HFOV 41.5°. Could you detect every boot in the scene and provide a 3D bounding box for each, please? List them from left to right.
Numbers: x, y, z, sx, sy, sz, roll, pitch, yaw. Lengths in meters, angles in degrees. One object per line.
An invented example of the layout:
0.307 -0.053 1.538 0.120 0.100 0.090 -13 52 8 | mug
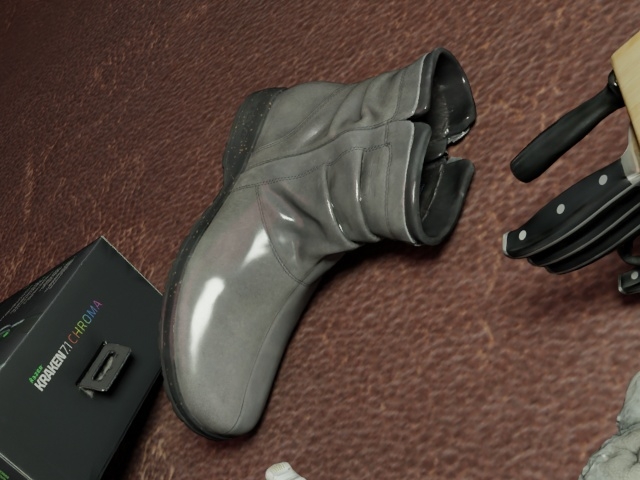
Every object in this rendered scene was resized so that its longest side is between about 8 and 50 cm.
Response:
0.000 0.000 0.685 0.222 0.118 0.338 -3 69 40 | boot

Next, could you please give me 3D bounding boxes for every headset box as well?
-0.291 0.154 0.817 0.283 0.131 0.246 -28 24 33 | headset box

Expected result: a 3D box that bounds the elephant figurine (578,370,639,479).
0.229 0.134 0.311 0.169 0.186 0.239 -39 29 -31 | elephant figurine

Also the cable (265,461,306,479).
-0.018 0.292 0.463 0.257 0.089 0.257 34 74 27 | cable

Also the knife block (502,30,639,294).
0.204 -0.077 0.417 0.241 0.276 0.088 -10 55 9 | knife block
